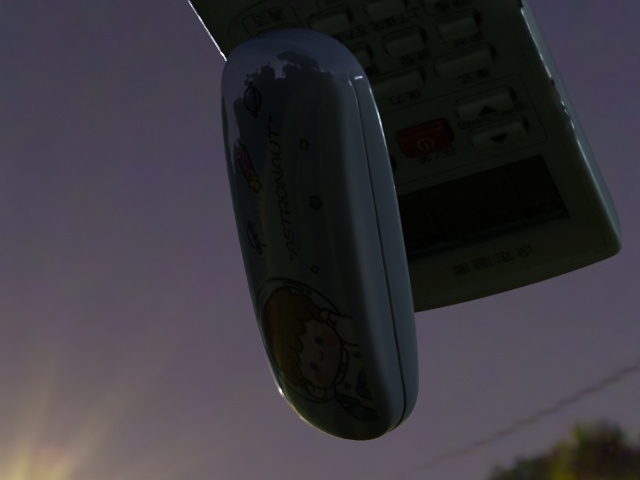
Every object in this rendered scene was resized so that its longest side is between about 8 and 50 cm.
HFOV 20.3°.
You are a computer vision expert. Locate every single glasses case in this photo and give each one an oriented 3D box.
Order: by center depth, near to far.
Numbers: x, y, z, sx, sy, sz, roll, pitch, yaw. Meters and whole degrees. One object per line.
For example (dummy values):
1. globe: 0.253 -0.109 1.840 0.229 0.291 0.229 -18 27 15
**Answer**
1. glasses case: 0.000 0.000 0.736 0.067 0.179 0.045 10 29 41

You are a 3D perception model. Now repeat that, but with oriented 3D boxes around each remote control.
1. remote control: 0.040 -0.082 0.875 0.145 0.050 0.344 -17 -39 15
